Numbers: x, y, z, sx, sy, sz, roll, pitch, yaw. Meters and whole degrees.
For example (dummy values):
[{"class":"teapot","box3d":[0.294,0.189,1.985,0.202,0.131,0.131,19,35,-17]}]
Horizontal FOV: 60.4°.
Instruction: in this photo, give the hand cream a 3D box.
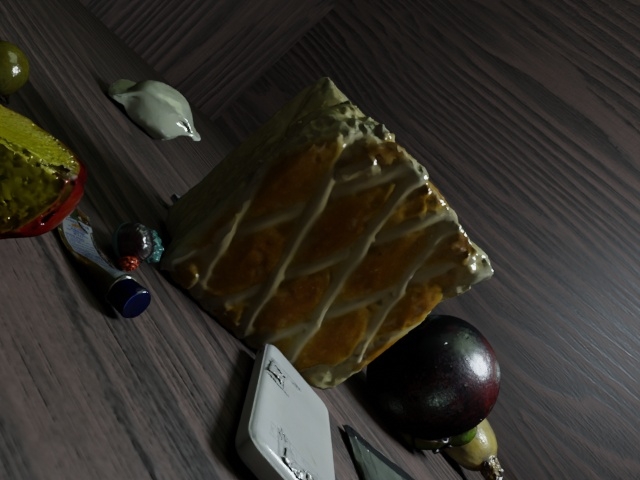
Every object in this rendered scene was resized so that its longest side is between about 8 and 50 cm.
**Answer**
[{"class":"hand cream","box3d":[-0.236,0.018,0.585,0.163,0.039,0.062,43,3,28]}]

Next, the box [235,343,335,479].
[{"class":"box","box3d":[-0.035,0.221,0.662,0.142,0.044,0.285,49,3,-7]}]

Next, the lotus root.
[{"class":"lotus root","box3d":[0.385,0.514,1.505,0.169,0.151,0.343,44,3,-40]}]

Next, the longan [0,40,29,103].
[{"class":"longan","box3d":[-0.418,-0.219,0.722,0.075,0.075,0.083,-127,-145,-51]}]

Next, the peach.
[{"class":"peach","box3d":[-0.281,-0.061,0.444,0.127,0.092,0.172,45,13,36]}]

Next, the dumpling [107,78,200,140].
[{"class":"dumpling","box3d":[-0.414,-0.333,1.405,0.250,0.132,0.162,30,19,-19]}]

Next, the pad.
[{"class":"pad","box3d":[0.128,0.399,0.856,0.233,0.022,0.174,44,6,-25]}]

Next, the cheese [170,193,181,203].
[{"class":"cheese","box3d":[-0.229,-0.039,1.080,0.092,0.047,0.171,46,3,16]}]

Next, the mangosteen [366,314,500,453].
[{"class":"mangosteen","box3d":[0.254,0.313,1.210,0.300,0.300,0.300,47,4,-4]}]

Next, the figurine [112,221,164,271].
[{"class":"figurine","box3d":[-0.227,0.009,0.692,0.106,0.047,0.060,76,13,-87]}]

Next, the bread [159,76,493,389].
[{"class":"bread","box3d":[0.000,0.000,0.885,0.371,0.390,0.279,48,12,-23]}]
